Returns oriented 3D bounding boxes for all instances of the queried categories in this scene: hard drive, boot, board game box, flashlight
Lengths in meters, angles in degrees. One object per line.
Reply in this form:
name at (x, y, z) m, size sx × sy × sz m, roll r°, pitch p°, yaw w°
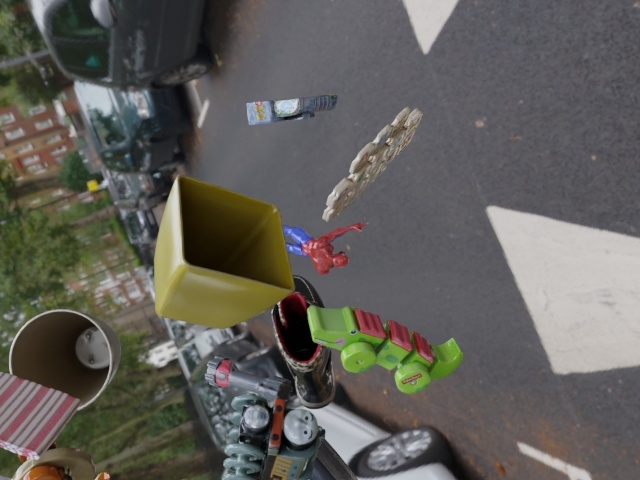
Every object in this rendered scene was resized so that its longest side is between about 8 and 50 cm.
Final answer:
hard drive at (0.008, 0.564, 1.633) m, size 0.254 × 0.054 × 0.172 m, roll 48°, pitch -174°, yaw 7°
boot at (-0.049, 0.209, 1.653) m, size 0.284 × 0.138 × 0.377 m, roll 79°, pitch -178°, yaw -59°
board game box at (-0.087, -0.346, 1.729) m, size 0.194 × 0.194 × 0.060 m, roll 7°, pitch 109°, yaw 44°
flashlight at (-0.236, 0.462, 2.158) m, size 0.304 × 0.103 × 0.103 m, roll 8°, pitch 139°, yaw 28°

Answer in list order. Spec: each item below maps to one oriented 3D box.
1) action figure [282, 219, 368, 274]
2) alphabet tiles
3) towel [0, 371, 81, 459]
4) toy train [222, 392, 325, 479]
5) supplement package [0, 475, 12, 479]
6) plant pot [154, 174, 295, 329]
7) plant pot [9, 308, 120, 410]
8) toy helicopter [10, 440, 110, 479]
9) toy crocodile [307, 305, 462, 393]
action figure at (0.000, 0.000, 1.403) m, size 0.280 × 0.139 × 0.091 m, roll 27°, pitch 129°, yaw 55°
alphabet tiles at (0.110, -0.155, 1.364) m, size 0.021 × 0.284 × 0.278 m, roll 42°, pitch 160°, yaw 10°
towel at (-0.554, 0.311, 1.176) m, size 0.144 × 0.197 × 0.029 m, roll -65°, pitch -9°, yaw -58°
toy train at (-0.098, 0.422, 1.341) m, size 0.334 × 0.190 × 0.142 m, roll 104°, pitch 172°, yaw -53°
supplement package at (-0.809, 0.645, 1.625) m, size 0.179 × 0.105 × 0.105 m, roll -34°, pitch 36°, yaw 52°
plant pot at (-0.198, 0.042, 1.185) m, size 0.187 × 0.212 × 0.212 m, roll -48°, pitch 39°, yaw 34°
plant pot at (-0.639, 0.303, 1.745) m, size 0.274 × 0.256 × 0.256 m, roll 73°, pitch 174°, yaw -88°
toy helicopter at (-0.658, 0.630, 1.538) m, size 0.235 × 0.355 × 0.140 m, roll 32°, pitch -170°, yaw -40°
toy crocodile at (0.124, 0.196, 1.243) m, size 0.105 × 0.340 × 0.115 m, roll -52°, pitch 27°, yaw 27°
